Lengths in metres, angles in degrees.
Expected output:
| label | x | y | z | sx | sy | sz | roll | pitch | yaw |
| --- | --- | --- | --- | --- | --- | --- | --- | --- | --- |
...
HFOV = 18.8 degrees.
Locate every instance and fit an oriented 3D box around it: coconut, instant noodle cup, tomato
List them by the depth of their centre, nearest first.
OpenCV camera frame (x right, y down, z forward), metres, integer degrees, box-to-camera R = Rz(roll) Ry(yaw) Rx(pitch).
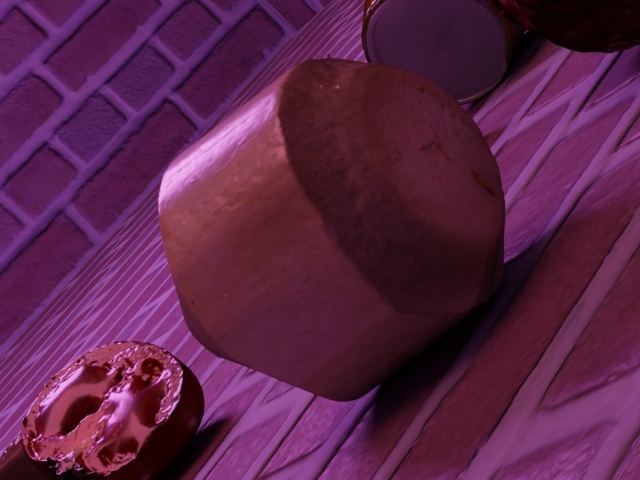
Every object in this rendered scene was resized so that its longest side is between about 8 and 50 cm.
| label | x | y | z | sx | sy | sz | roll | pitch | yaw |
| --- | --- | --- | --- | --- | --- | --- | --- | --- | --- |
| coconut | 0.000 | 0.000 | 1.223 | 0.222 | 0.202 | 0.202 | -36 | 12 | 35 |
| tomato | -0.158 | 0.161 | 1.592 | 0.159 | 0.091 | 0.139 | 1 | 50 | 40 |
| instant noodle cup | 0.119 | -0.217 | 1.822 | 0.182 | 0.182 | 0.144 | -40 | 20 | 34 |

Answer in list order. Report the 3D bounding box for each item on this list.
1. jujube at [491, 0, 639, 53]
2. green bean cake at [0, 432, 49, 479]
| label | x | y | z | sx | sy | sz | roll | pitch | yaw |
| --- | --- | --- | --- | --- | --- | --- | --- | --- | --- |
| jujube | 0.199 | -0.238 | 1.375 | 0.213 | 0.213 | 0.232 | -45 | 14 | -2 |
| green bean cake | -0.222 | 0.185 | 1.782 | 0.179 | 0.085 | 0.109 | -43 | 8 | 19 |
